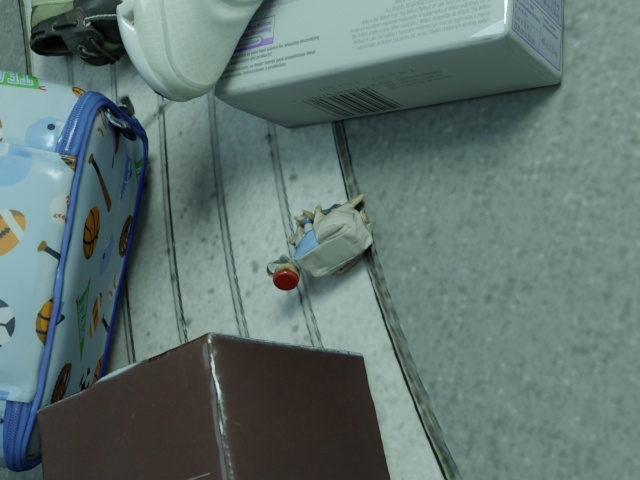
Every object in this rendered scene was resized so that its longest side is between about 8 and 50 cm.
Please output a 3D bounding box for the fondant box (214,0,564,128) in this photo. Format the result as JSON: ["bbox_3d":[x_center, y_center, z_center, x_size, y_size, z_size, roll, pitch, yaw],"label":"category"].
[{"bbox_3d":[0.051,-0.263,0.648,0.238,0.096,0.330,-3,79,37],"label":"fondant box"}]

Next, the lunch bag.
[{"bbox_3d":[-0.219,0.019,0.719,0.115,0.243,0.303,12,85,2],"label":"lunch bag"}]

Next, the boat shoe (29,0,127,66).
[{"bbox_3d":[-0.207,-0.200,0.846,0.224,0.080,0.073,15,95,44],"label":"boat shoe"}]

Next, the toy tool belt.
[{"bbox_3d":[0.000,0.000,0.664,0.083,0.052,0.051,-33,31,24],"label":"toy tool belt"}]

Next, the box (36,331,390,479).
[{"bbox_3d":[-0.060,0.187,0.586,0.169,0.167,0.203,-25,66,31],"label":"box"}]

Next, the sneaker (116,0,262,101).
[{"bbox_3d":[-0.047,-0.230,0.595,0.118,0.110,0.292,20,93,30],"label":"sneaker"}]
